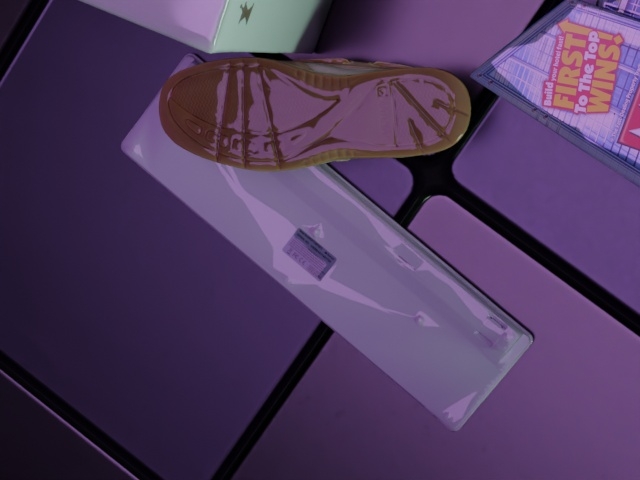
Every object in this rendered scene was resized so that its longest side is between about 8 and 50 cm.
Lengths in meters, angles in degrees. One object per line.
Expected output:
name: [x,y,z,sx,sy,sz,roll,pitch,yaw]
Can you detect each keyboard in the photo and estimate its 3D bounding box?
keyboard: [0.000,0.000,0.895,0.256,0.014,0.072,40,110,9]

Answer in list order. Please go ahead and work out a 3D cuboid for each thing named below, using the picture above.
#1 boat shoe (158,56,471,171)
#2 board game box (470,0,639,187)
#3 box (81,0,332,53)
boat shoe: [-0.001,-0.068,0.861,0.170,0.059,0.063,4,95,11]
board game box: [0.186,-0.100,0.804,0.194,0.060,0.194,20,102,12]
box: [-0.143,-0.255,0.824,0.345,0.168,0.215,24,102,13]
